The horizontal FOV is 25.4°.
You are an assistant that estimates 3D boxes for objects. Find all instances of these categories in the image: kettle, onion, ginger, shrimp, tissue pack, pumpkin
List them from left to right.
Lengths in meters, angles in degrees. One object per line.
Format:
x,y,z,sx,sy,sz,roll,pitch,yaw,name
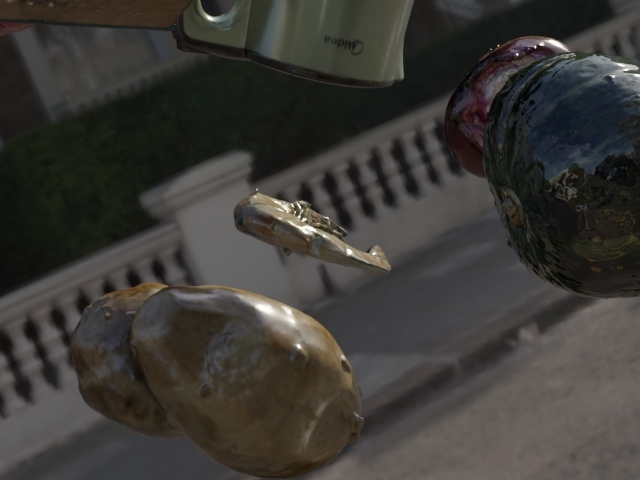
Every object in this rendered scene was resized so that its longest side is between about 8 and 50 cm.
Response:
-0.281,-0.346,1.609,0.271,0.192,0.134,-4,-35,-40,tissue pack
-0.116,0.119,1.331,0.244,0.155,0.304,28,-11,-40,ginger
-0.022,-0.412,1.868,0.361,0.377,0.250,7,15,-18,kettle
0.000,0.000,2.078,0.247,0.085,0.360,23,3,15,shrimp
0.236,-0.124,1.561,0.173,0.198,0.135,-36,7,20,onion
0.195,-0.045,0.994,0.146,0.190,0.190,-18,7,3,pumpkin

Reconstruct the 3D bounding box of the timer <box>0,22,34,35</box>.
-0.449,-0.451,1.831,0.279,0.378,0.378,-11,7,0,timer
